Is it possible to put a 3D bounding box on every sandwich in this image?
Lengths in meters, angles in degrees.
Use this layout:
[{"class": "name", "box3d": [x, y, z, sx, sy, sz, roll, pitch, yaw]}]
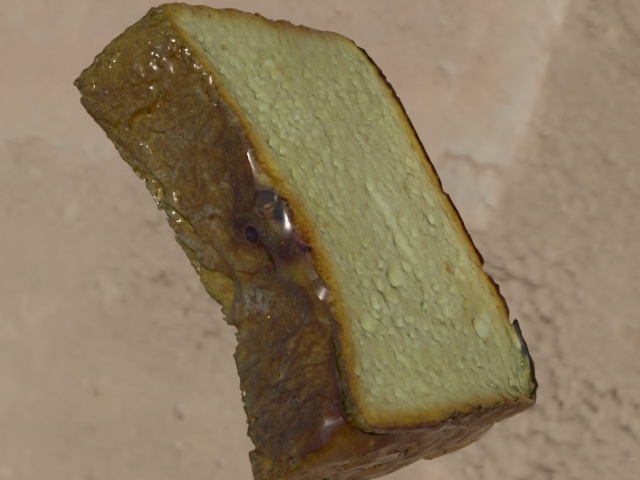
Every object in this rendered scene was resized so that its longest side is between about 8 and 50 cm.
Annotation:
[{"class": "sandwich", "box3d": [0.000, 0.000, 0.828, 0.065, 0.186, 0.215, -35, 74, 26]}]
